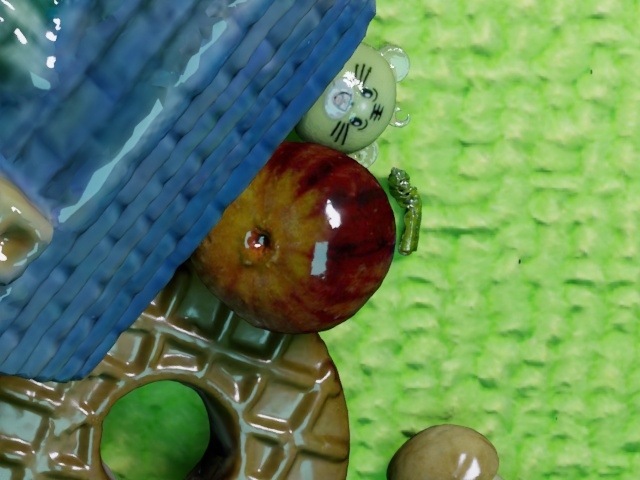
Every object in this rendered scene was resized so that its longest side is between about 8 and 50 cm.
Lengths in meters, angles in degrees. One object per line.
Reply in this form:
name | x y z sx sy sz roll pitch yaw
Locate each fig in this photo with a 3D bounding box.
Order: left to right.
fig | -0.001 -0.008 1.487 0.202 0.149 0.148 -15 112 -30

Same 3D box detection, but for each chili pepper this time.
chili pepper | 0.072 -0.027 1.588 0.027 0.022 0.083 -11 117 -1

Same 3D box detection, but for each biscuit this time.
biscuit | -0.135 0.165 1.571 0.332 0.103 0.332 -3 101 -15

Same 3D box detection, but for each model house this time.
model house | -0.203 -0.177 1.202 0.445 0.400 0.395 40 98 -23

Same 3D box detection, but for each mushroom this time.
mushroom | 0.175 0.309 1.683 0.128 0.128 0.350 -29 108 7

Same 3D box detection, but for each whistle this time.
whistle | -0.034 -0.132 1.502 0.227 0.085 0.105 19 100 -12
